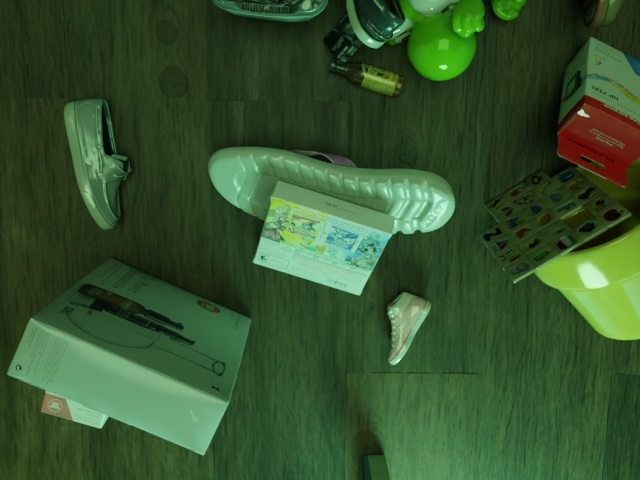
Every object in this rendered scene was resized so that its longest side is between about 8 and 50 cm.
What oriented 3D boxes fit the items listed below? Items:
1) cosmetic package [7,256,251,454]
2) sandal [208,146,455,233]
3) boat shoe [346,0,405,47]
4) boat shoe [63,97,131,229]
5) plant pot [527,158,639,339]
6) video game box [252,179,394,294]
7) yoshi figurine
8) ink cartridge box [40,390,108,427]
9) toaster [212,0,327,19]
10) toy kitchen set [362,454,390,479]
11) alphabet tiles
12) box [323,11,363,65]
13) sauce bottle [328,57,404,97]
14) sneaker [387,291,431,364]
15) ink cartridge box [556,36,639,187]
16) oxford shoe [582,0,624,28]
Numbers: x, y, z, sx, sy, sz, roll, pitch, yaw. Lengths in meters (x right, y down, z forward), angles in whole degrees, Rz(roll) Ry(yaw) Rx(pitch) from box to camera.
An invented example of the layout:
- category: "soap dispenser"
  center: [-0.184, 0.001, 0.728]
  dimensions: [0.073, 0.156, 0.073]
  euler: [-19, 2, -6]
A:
- category: "cosmetic package"
  center: [-0.268, 0.159, 1.100]
  dimensions: [0.284, 0.377, 0.097]
  euler: [26, 99, -6]
- category: "sandal"
  center: [0.018, -0.094, 1.195]
  dimensions: [0.416, 0.102, 0.169]
  euler: [10, 138, 2]
- category: "boat shoe"
  center: [0.073, -0.429, 1.101]
  dimensions: [0.079, 0.095, 0.254]
  euler: [-30, 61, 42]
- category: "boat shoe"
  center: [-0.371, -0.133, 1.197]
  dimensions: [0.081, 0.079, 0.227]
  euler: [-12, 97, 6]
- category: "plant pot"
  center: [0.490, 0.027, 1.168]
  dimensions: [0.254, 0.254, 0.239]
  euler: [-33, 114, 5]
- category: "video game box"
  center: [0.000, 0.000, 1.191]
  dimensions: [0.205, 0.048, 0.187]
  euler: [18, 142, -4]
- category: "yoshi figurine"
  center: [0.262, -0.380, 1.099]
  dimensions: [0.362, 0.203, 0.203]
  euler: [-27, 138, 27]
- category: "ink cartridge box"
  center: [-0.420, 0.224, 1.266]
  dimensions: [0.115, 0.067, 0.198]
  euler: [16, 99, -3]
- category: "toaster"
  center: [-0.089, -0.417, 1.116]
  dimensions: [0.227, 0.146, 0.129]
  euler: [3, 99, -2]
- category: "toy kitchen set"
  center: [0.045, 0.523, 1.300]
  dimensions: [0.166, 0.122, 0.207]
  euler: [-1, 100, -1]
- category: "alphabet tiles"
  center: [0.360, -0.040, 1.147]
  dimensions: [0.198, 0.237, 0.009]
  euler: [-32, 116, 8]
- category: "box"
  center: [0.048, -0.343, 1.165]
  dimensions: [0.018, 0.067, 0.083]
  euler: [18, 127, -44]
- category: "sauce bottle"
  center: [0.078, -0.281, 1.196]
  dimensions: [0.128, 0.042, 0.042]
  euler: [16, 100, -6]
- category: "sneaker"
  center: [0.140, 0.155, 1.273]
  dimensions: [0.070, 0.051, 0.134]
  euler: [28, 95, -4]
- category: "ink cartridge box"
  center: [0.464, -0.209, 1.128]
  dimensions: [0.134, 0.231, 0.078]
  euler: [24, 143, -5]
- category: "oxford shoe"
  center: [0.509, -0.490, 1.095]
  dimensions: [0.130, 0.123, 0.348]
  euler: [18, 88, 2]
